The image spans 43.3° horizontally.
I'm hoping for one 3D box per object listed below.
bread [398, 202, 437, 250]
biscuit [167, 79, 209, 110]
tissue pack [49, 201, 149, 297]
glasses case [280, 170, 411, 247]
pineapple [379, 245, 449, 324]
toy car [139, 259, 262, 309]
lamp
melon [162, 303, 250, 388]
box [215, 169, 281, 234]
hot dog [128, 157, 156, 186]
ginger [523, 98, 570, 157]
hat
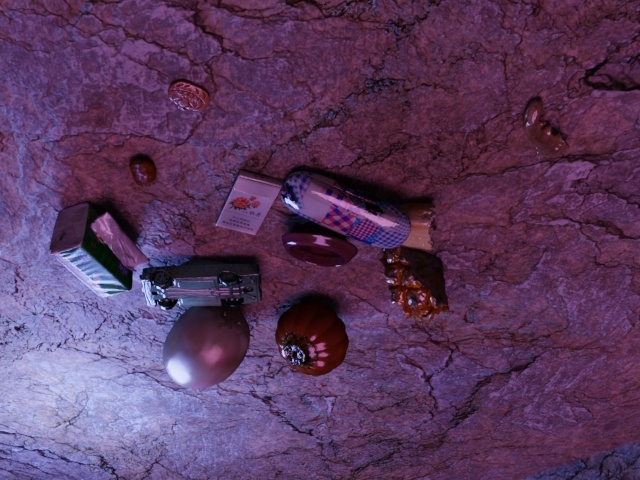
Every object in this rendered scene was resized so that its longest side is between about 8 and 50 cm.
[{"bbox_3d":[0.241,-0.041,2.021,0.106,0.082,0.125,15,145,21],"label":"bread"},{"bbox_3d":[-0.285,-0.308,1.737,0.091,0.015,0.078,18,136,-22],"label":"biscuit"},{"bbox_3d":[-0.543,0.019,2.021,0.156,0.148,0.209,-16,138,18],"label":"tissue pack"},{"bbox_3d":[0.062,-0.071,1.949,0.327,0.076,0.125,23,142,-6],"label":"glasses case"},{"bbox_3d":[0.258,0.100,2.147,0.114,0.237,0.186,-31,172,37],"label":"pineapple"},{"bbox_3d":[-0.320,0.118,2.187,0.320,0.097,0.141,-1,141,-2],"label":"toy car"},{"bbox_3d":[-0.026,0.283,2.319,0.223,0.196,0.223,14,120,26],"label":"lamp"},{"bbox_3d":[-0.327,0.301,2.312,0.223,0.223,0.317,20,133,-24],"label":"melon"},{"bbox_3d":[-0.180,-0.091,1.993,0.109,0.029,0.198,14,139,-18],"label":"box"},{"bbox_3d":[-0.418,-0.163,1.893,0.058,0.035,0.083,-4,141,4],"label":"hot dog"},{"bbox_3d":[0.499,-0.243,1.814,0.069,0.051,0.173,-27,136,23],"label":"ginger"},{"bbox_3d":[0.000,0.000,2.048,0.205,0.089,0.205,10,162,3],"label":"hat"}]
